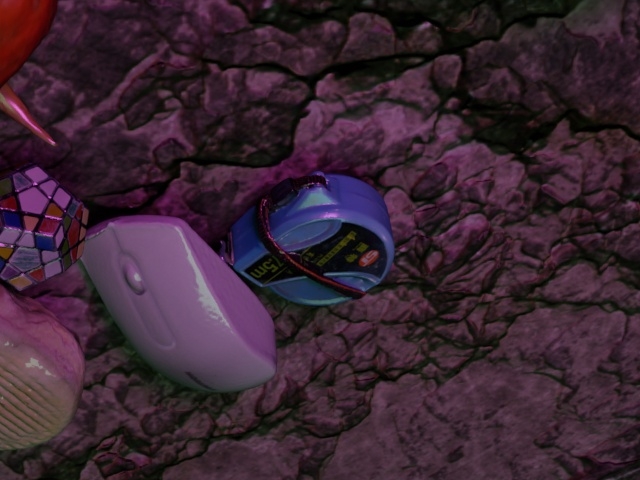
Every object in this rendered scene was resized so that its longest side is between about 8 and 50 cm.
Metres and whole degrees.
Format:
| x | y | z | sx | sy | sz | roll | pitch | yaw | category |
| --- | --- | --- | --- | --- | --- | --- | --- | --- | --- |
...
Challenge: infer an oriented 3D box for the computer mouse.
| x | y | z | sx | sy | sz | roll | pitch | yaw | category |
| --- | --- | --- | --- | --- | --- | --- | --- | --- | --- |
| -0.125 | 0.065 | 1.284 | 0.127 | 0.079 | 0.231 | -13 | 134 | 33 | computer mouse |

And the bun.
| x | y | z | sx | sy | sz | roll | pitch | yaw | category |
| --- | --- | --- | --- | --- | --- | --- | --- | --- | --- |
| -0.307 | 0.095 | 1.249 | 0.221 | 0.108 | 0.221 | 4 | 143 | 3 | bun |

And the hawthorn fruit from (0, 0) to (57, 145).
| x | y | z | sx | sy | sz | roll | pitch | yaw | category |
| --- | --- | --- | --- | --- | --- | --- | --- | --- | --- |
| -0.305 | -0.181 | 0.943 | 0.258 | 0.258 | 0.262 | -30 | 159 | 11 | hawthorn fruit |

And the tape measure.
| x | y | z | sx | sy | sz | roll | pitch | yaw | category |
| --- | --- | --- | --- | --- | --- | --- | --- | --- | --- |
| 0.000 | 0.000 | 1.281 | 0.146 | 0.081 | 0.125 | 31 | 124 | -34 | tape measure |

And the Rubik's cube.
| x | y | z | sx | sy | sz | roll | pitch | yaw | category |
| --- | --- | --- | --- | --- | --- | --- | --- | --- | --- |
| -0.247 | -0.014 | 1.195 | 0.111 | 0.111 | 0.093 | 7 | 156 | -20 | Rubik's cube |
